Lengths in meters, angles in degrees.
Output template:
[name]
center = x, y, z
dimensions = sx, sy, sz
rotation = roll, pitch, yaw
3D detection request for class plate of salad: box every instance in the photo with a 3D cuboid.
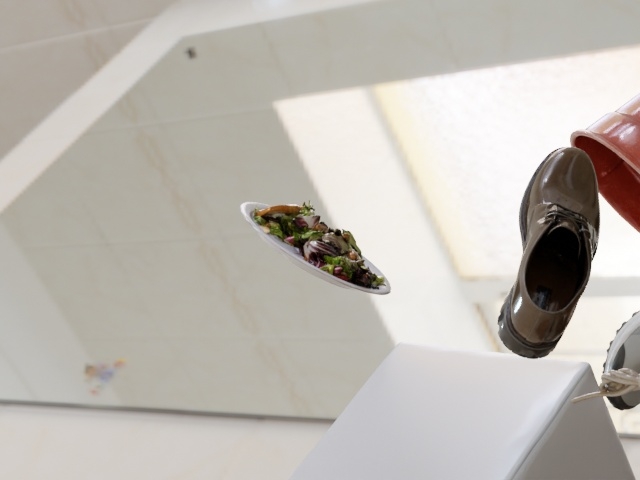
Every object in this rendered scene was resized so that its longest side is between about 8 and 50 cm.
[plate of salad]
center = 0.000, 0.000, 1.488
dimensions = 0.200, 0.200, 0.048
rotation = 16, -71, -50

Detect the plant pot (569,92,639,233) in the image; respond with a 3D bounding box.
[plant pot]
center = 0.603, -0.164, 2.144
dimensions = 0.265, 0.272, 0.272
rotation = -42, -53, -4

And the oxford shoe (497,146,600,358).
[oxford shoe]
center = 0.231, -0.005, 1.222
dimensions = 0.096, 0.083, 0.227
rotation = 107, 178, -59

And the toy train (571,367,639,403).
[toy train]
center = 0.319, 0.061, 1.165
dimensions = 0.105, 0.248, 0.143
rotation = -13, -91, -57

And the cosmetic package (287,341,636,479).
[cosmetic package]
center = 0.217, 0.398, 1.757
dimensions = 0.327, 0.329, 0.393
rotation = -46, -57, -35

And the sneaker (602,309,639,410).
[sneaker]
center = 0.476, 0.124, 1.685
dimensions = 0.100, 0.108, 0.271
rotation = 34, -74, -34
